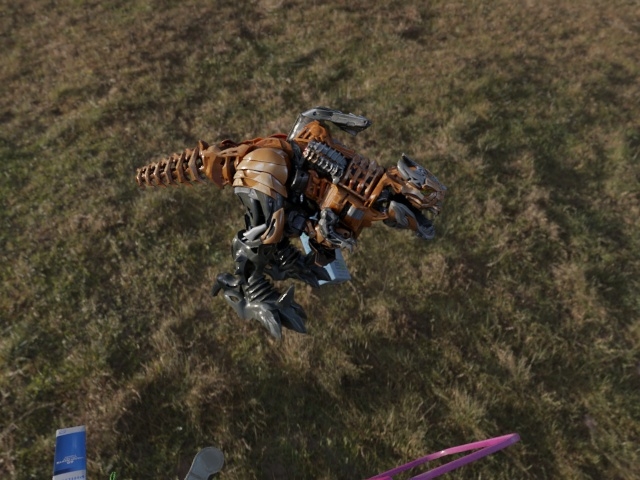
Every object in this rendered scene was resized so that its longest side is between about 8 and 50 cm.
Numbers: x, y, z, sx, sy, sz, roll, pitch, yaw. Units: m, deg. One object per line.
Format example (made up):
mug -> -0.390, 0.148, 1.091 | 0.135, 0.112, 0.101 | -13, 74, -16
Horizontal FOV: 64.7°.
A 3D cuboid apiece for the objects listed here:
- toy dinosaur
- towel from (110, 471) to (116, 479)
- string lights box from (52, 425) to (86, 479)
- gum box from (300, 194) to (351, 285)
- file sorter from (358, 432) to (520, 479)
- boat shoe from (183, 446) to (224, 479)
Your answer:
toy dinosaur -> -0.037, -0.041, 0.553 | 0.321, 0.219, 0.164 | 21, 26, 30
towel -> -0.595, 0.763, 1.445 | 0.023, 0.152, 0.113 | -3, 14, -19
string lights box -> -0.648, 0.611, 1.311 | 0.076, 0.134, 0.259 | -3, 12, -26
gum box -> 0.000, 0.000, 1.036 | 0.041, 0.157, 0.185 | -23, 80, 12
file sorter -> 0.145, 0.362, 0.490 | 0.182, 0.202, 0.291 | -10, 66, -21
boat shoe -> -0.315, 0.613, 1.312 | 0.075, 0.065, 0.206 | 33, 13, 3
